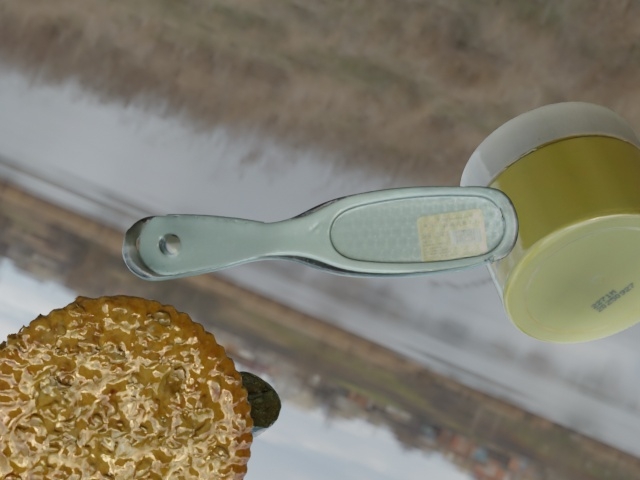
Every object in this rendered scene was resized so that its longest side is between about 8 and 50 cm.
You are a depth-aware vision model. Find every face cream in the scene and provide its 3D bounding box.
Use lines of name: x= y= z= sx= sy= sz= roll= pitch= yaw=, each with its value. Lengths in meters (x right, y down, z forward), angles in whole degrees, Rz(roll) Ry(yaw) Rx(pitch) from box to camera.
face cream: x=0.285 y=-0.018 z=1.804 sx=0.218 sy=0.218 sz=0.179 roll=24 pitch=-146 yaw=-36

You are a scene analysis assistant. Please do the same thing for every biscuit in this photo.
biscuit: x=-0.173 y=0.168 z=1.310 sx=0.254 sy=0.254 sz=0.035 roll=24 pitch=-179 yaw=-23

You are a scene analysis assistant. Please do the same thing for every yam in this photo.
yam: x=-0.138 y=0.238 z=2.162 sx=0.107 sy=0.107 sz=0.183 roll=24 pitch=145 yaw=-30

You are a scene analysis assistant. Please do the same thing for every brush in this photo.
brush: x=0.000 y=0.000 z=1.208 sx=0.296 sy=0.068 sz=0.060 roll=-3 pitch=171 yaw=4
